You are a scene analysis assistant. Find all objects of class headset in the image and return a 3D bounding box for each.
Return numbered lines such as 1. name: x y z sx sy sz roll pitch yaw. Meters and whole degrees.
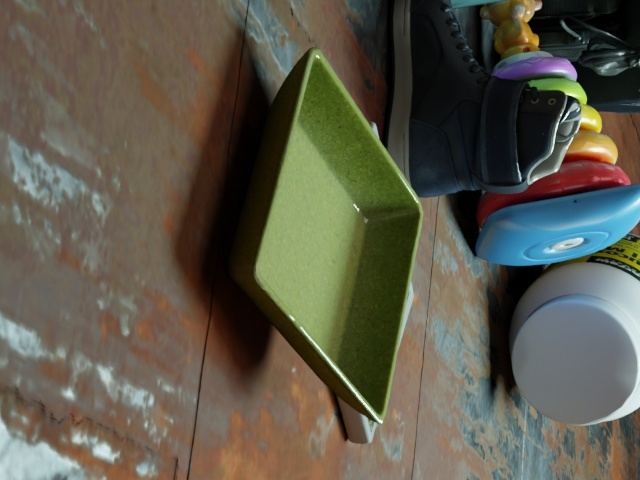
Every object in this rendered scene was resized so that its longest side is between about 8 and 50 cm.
1. headset: 0.313 -0.305 1.750 0.394 0.185 0.243 -87 173 -52

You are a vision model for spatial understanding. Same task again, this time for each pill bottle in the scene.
1. pill bottle: 0.329 0.105 1.818 0.334 0.187 0.188 -30 118 -69

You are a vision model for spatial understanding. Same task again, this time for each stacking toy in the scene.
1. stacking toy: 0.223 -0.135 1.610 0.166 0.175 0.302 93 -14 -74

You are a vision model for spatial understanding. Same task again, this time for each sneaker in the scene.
1. sneaker: 0.142 -0.146 1.311 0.086 0.163 0.226 27 63 -67

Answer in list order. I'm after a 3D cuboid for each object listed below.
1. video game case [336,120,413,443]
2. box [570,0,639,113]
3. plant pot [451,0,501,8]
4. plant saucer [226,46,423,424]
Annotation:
1. video game case: 0.032 0.033 1.205 0.173 0.022 0.190 -70 154 -46
2. box: 0.493 -0.402 1.849 0.472 0.297 0.480 -170 -101 -79
3. plant pot: 0.230 -0.371 1.454 0.293 0.235 0.293 1 90 -72
4. plant saucer: 0.000 0.000 1.033 0.188 0.045 0.188 53 40 -44
